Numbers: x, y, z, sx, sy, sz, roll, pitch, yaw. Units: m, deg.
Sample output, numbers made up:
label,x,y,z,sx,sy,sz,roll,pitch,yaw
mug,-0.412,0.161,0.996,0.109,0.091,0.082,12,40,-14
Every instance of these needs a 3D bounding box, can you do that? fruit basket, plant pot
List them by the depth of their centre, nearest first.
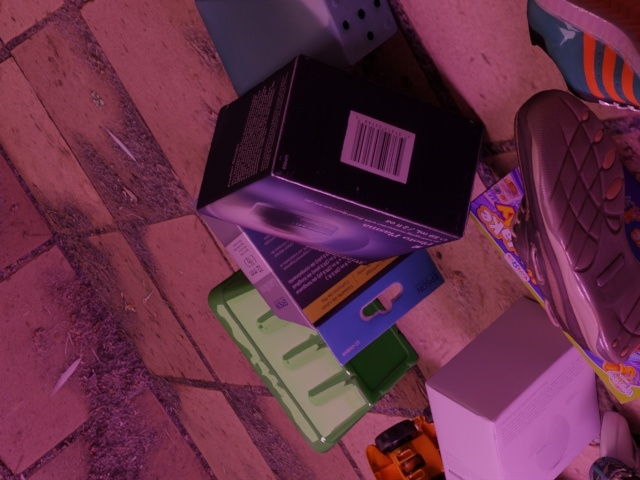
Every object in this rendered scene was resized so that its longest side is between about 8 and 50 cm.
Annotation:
label,x,y,z,sx,sy,sz,roll,pitch,yaw
plant pot,-0.020,-0.309,1.671,0.234,0.165,0.165,8,129,48
fruit basket,-0.039,0.192,2.239,0.392,0.283,0.392,21,129,28

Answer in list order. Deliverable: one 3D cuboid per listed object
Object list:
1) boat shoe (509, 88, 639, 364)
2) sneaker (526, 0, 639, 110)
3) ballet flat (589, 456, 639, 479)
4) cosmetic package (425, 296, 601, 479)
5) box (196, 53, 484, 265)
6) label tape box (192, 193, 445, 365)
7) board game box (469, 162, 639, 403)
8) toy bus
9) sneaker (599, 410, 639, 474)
label,x,y,z,sx,sy,sz,roll,pitch,yaw
boat shoe,0.281,-0.009,1.394,0.130,0.132,0.355,11,129,50
sneaker,0.342,-0.190,1.286,0.302,0.108,0.121,47,156,30
ballet flat,0.469,0.375,1.699,0.188,0.070,0.070,27,155,-8
cosmetic package,0.290,0.247,1.767,0.138,0.224,0.224,29,145,40
box,0.021,-0.098,1.683,0.296,0.182,0.294,18,165,-22
label tape box,0.000,0.000,1.910,0.347,0.249,0.115,54,154,-3
board game box,0.367,0.034,1.544,0.347,0.078,0.233,51,154,3
toy bus,0.214,0.381,2.145,0.149,0.220,0.211,59,-173,14
sneaker,0.491,0.380,1.785,0.123,0.106,0.290,-8,113,21
